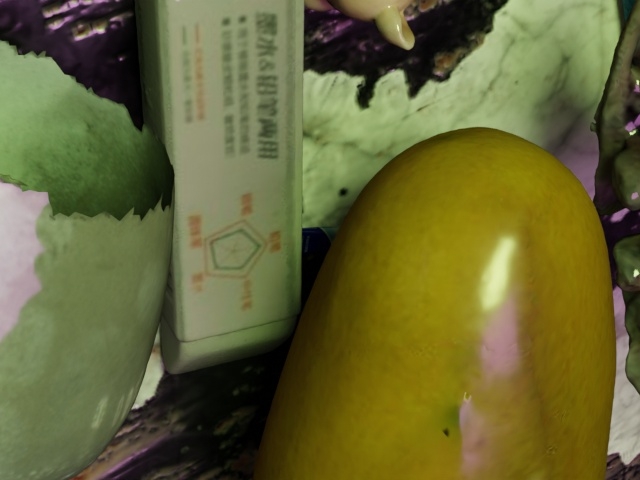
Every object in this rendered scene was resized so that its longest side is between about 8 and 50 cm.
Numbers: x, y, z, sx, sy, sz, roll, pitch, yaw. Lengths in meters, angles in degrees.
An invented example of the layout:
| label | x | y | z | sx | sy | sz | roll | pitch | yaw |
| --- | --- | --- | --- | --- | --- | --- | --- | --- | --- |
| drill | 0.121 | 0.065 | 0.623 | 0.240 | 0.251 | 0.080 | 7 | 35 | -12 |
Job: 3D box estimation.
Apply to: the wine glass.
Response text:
| label | x | y | z | sx | sy | sz | roll | pitch | yaw |
| --- | --- | --- | --- | --- | --- | --- | --- | --- | --- |
| wine glass | -0.214 | 0.065 | 0.621 | 0.238 | 0.238 | 0.323 | 11 | 115 | -37 |

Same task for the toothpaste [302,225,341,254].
| label | x | y | z | sx | sy | sz | roll | pitch | yaw |
| --- | --- | --- | --- | --- | --- | --- | --- | --- | --- |
| toothpaste | 0.000 | 0.000 | 0.858 | 0.083 | 0.015 | 0.024 | -4 | 123 | -26 |

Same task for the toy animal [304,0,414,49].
| label | x | y | z | sx | sy | sz | roll | pitch | yaw |
| --- | --- | --- | --- | --- | --- | --- | --- | --- | --- |
| toy animal | 0.017 | -0.186 | 0.709 | 0.089 | 0.083 | 0.150 | -22 | 118 | -3 |

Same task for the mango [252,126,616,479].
| label | x | y | z | sx | sy | sz | roll | pitch | yaw |
| --- | --- | --- | --- | --- | --- | --- | --- | --- | --- |
| mango | 0.076 | 0.123 | 0.804 | 0.300 | 0.232 | 0.446 | -62 | 161 | -49 |

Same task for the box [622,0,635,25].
| label | x | y | z | sx | sy | sz | roll | pitch | yaw |
| --- | --- | --- | --- | --- | --- | --- | --- | --- | --- |
| box | 0.353 | -0.209 | 0.882 | 0.279 | 0.116 | 0.261 | -29 | 128 | -12 |

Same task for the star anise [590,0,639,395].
| label | x | y | z | sx | sy | sz | roll | pitch | yaw |
| --- | --- | --- | --- | --- | --- | --- | --- | --- | --- |
| star anise | 0.275 | -0.059 | 0.790 | 0.316 | 0.139 | 0.359 | 18 | 103 | -37 |

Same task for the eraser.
| label | x | y | z | sx | sy | sz | roll | pitch | yaw |
| --- | --- | --- | --- | --- | --- | --- | --- | --- | --- |
| eraser | -0.059 | -0.053 | 0.751 | 0.089 | 0.061 | 0.352 | -12 | 124 | -20 |
